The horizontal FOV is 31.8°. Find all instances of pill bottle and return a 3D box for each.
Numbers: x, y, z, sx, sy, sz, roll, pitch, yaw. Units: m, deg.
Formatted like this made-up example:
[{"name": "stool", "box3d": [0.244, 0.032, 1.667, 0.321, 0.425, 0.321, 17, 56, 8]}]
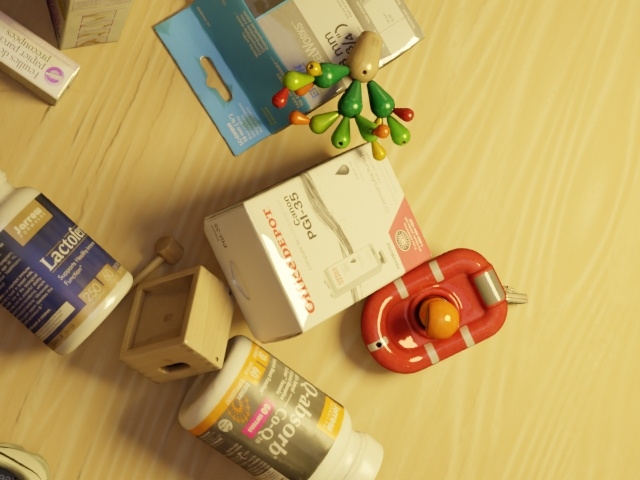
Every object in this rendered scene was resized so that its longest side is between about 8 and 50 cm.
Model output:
[{"name": "pill bottle", "box3d": [-0.055, 0.275, 1.642, 0.278, 0.162, 0.162, 36, 78, -11]}, {"name": "pill bottle", "box3d": [-0.405, 0.022, 1.563, 0.264, 0.153, 0.153, 43, 77, -10]}]

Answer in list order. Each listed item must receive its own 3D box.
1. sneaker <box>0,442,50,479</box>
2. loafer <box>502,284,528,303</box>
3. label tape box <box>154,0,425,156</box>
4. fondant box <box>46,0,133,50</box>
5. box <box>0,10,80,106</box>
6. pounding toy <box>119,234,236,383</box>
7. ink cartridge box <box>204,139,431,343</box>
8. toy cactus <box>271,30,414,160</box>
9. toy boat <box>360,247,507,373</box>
[{"name": "sneaker", "box3d": [-0.532, 0.311, 1.518, 0.330, 0.146, 0.123, 7, 86, -14]}, {"name": "loafer", "box3d": [0.276, 0.081, 1.808, 0.125, 0.045, 0.039, 3, 79, -13]}, {"name": "label tape box", "box3d": [-0.044, -0.317, 1.708, 0.333, 0.106, 0.241, -34, 96, -15]}, {"name": "fondant box", "box3d": [-0.331, -0.410, 1.516, 0.096, 0.330, 0.238, -14, 91, -14]}, {"name": "box", "box3d": [-0.497, -0.312, 1.602, 0.324, 0.067, 0.063, 34, 79, -10]}, {"name": "pounding toy", "box3d": [-0.215, 0.098, 1.636, 0.094, 0.181, 0.206, 42, 44, -39]}, {"name": "ink cartridge box", "box3d": [0.000, 0.000, 1.649, 0.283, 0.117, 0.207, -28, 96, -38]}, {"name": "toy cactus", "box3d": [0.049, -0.222, 1.633, 0.219, 0.112, 0.181, 20, 76, -11]}, {"name": "toy boat", "box3d": [0.174, 0.114, 1.707, 0.231, 0.151, 0.151, -27, 94, 3]}]
